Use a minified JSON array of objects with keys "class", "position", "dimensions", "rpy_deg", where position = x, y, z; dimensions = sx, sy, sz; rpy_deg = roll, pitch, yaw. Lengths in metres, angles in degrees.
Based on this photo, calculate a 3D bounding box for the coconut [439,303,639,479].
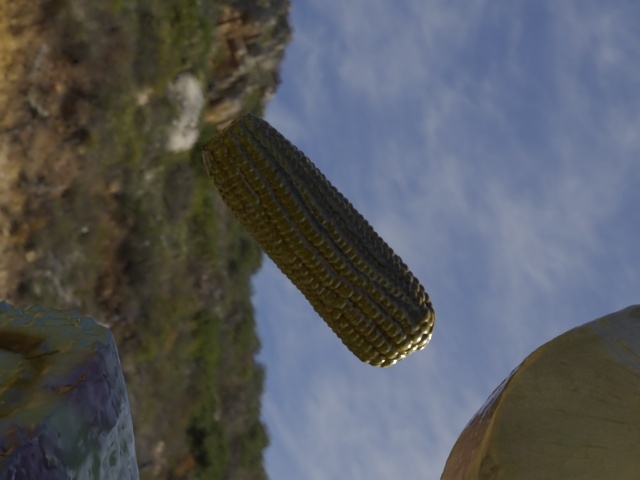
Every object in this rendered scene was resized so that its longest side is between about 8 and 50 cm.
[{"class":"coconut","position":[0.156,0.145,0.610],"dimensions":[0.237,0.197,0.237],"rpy_deg":[178,-90,-77]}]

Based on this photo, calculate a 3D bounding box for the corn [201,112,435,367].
[{"class":"corn","position":[0.000,0.000,0.986],"dimensions":[0.231,0.080,0.080],"rpy_deg":[49,-22,-14]}]

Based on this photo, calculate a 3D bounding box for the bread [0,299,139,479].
[{"class":"bread","position":[-0.161,0.211,0.619],"dimensions":[0.187,0.155,0.338],"rpy_deg":[-76,169,-66]}]
